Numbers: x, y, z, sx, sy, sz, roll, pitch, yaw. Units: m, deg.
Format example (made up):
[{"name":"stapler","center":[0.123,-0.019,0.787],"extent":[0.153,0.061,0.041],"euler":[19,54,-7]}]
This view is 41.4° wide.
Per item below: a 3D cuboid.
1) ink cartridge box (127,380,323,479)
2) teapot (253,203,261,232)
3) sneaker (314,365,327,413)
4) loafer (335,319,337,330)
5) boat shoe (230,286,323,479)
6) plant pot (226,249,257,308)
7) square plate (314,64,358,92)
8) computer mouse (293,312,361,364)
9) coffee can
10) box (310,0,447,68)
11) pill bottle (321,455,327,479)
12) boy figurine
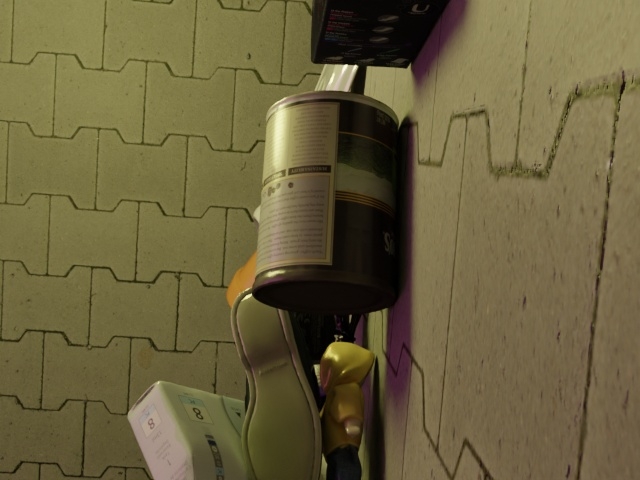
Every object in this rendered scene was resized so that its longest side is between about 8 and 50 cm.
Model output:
[{"name":"ink cartridge box","center":[-0.086,0.393,1.243],"extent":[0.091,0.308,0.385],"euler":[-48,50,12]},{"name":"teapot","center":[-0.001,0.005,1.618],"extent":[0.252,0.187,0.256],"euler":[66,170,-24]},{"name":"sneaker","center":[0.006,0.332,1.859],"extent":[0.293,0.102,0.146],"euler":[-85,-8,-89]},{"name":"loafer","center":[0.030,0.133,1.860],"extent":[0.170,0.061,0.062],"euler":[-89,3,-45]},{"name":"boat shoe","center":[-0.056,0.242,1.282],"extent":[0.113,0.127,0.340],"euler":[39,-148,-66]},{"name":"plant pot","center":[-0.090,0.108,2.326],"extent":[0.291,0.290,0.203],"euler":[-93,24,-64]},{"name":"square plate","center":[0.011,-0.327,2.015],"extent":[0.347,0.049,0.344],"euler":[-89,21,-65]},{"name":"computer mouse","center":[-0.039,0.168,1.469],"extent":[0.072,0.272,0.189],"euler":[1,82,44]},{"name":"coffee can","center":[0.011,-0.048,1.223],"extent":[0.201,0.201,0.275],"euler":[105,169,-72]},{"name":"box","center":[0.068,-0.336,1.071],"extent":[0.270,0.143,0.165],"euler":[131,141,-83]},{"name":"pill bottle","center":[-0.037,0.498,1.572],"extent":[0.181,0.181,0.323],"euler":[-90,6,-49]},{"name":"boy figurine","center":[0.040,0.291,1.287],"extent":[0.177,0.092,0.285],"euler":[98,175,-52]}]
